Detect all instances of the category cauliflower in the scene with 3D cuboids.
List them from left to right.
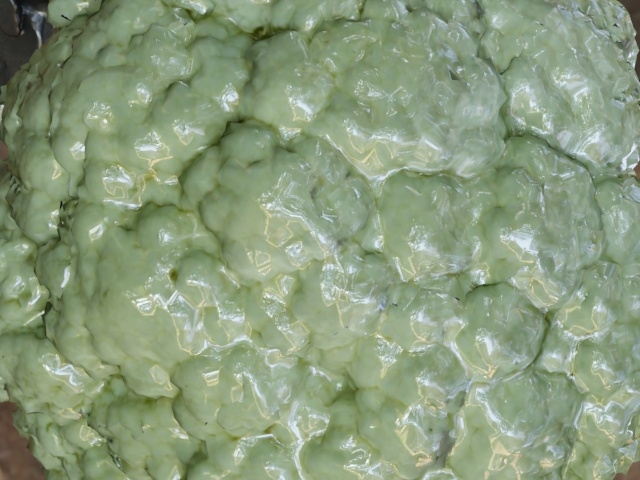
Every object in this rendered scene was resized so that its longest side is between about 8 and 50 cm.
[{"bbox_3d":[0.000,0.000,0.580,0.272,0.275,0.250,55,10,-9],"label":"cauliflower"}]

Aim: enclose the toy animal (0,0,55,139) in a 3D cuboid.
[{"bbox_3d":[-0.127,-0.130,0.822,0.137,0.269,0.082,39,31,25],"label":"toy animal"}]
